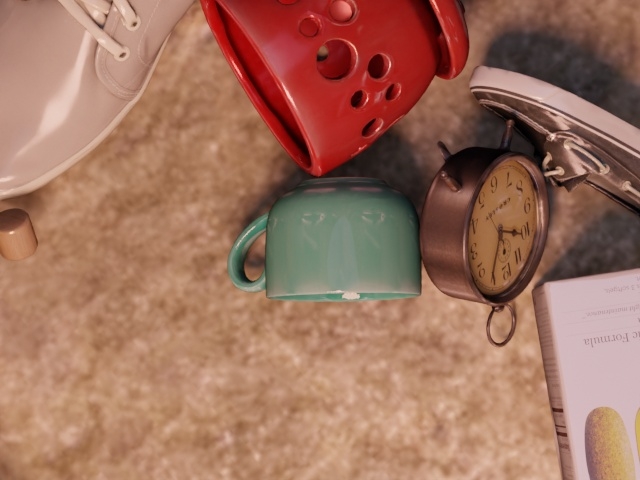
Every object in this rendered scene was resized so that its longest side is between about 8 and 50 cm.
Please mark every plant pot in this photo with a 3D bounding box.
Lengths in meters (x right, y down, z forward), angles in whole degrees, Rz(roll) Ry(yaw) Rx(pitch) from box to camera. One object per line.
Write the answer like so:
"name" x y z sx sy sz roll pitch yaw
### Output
"plant pot" 0.018 -0.172 1.557 0.174 0.191 0.191 -30 85 -8

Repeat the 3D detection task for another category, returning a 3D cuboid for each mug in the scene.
"mug" 0.005 -0.001 1.567 0.158 0.129 0.097 0 85 -9

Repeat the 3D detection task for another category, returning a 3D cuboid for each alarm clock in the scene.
"alarm clock" 0.138 0.005 1.577 0.064 0.129 0.192 7 121 38

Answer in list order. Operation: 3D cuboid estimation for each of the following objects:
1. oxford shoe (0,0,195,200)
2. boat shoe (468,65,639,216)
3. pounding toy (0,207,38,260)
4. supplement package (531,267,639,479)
"oxford shoe" -0.177 -0.224 1.594 0.169 0.130 0.449 42 89 2
"boat shoe" 0.219 -0.078 1.595 0.219 0.078 0.070 27 86 2
"pounding toy" -0.331 0.045 1.590 0.206 0.181 0.094 -17 126 0
"supplement package" 0.264 0.147 1.548 0.139 0.134 0.244 -9 86 1
